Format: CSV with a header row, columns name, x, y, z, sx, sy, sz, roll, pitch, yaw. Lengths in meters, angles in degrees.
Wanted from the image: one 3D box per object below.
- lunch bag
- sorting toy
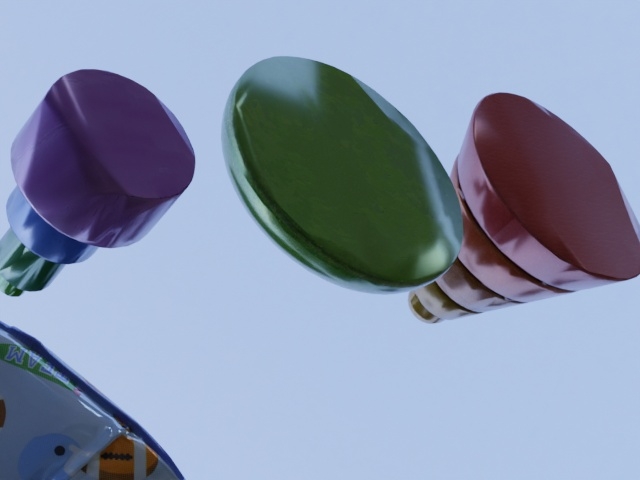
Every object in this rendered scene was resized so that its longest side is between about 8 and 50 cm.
name,x,y,z,sx,sy,sz,roll,pitch,yaw
lunch bag,-0.184,0.156,0.849,0.303,0.243,0.115,35,-121,24
sorting toy,0.000,0.000,0.708,0.365,0.126,0.127,3,-127,-42
